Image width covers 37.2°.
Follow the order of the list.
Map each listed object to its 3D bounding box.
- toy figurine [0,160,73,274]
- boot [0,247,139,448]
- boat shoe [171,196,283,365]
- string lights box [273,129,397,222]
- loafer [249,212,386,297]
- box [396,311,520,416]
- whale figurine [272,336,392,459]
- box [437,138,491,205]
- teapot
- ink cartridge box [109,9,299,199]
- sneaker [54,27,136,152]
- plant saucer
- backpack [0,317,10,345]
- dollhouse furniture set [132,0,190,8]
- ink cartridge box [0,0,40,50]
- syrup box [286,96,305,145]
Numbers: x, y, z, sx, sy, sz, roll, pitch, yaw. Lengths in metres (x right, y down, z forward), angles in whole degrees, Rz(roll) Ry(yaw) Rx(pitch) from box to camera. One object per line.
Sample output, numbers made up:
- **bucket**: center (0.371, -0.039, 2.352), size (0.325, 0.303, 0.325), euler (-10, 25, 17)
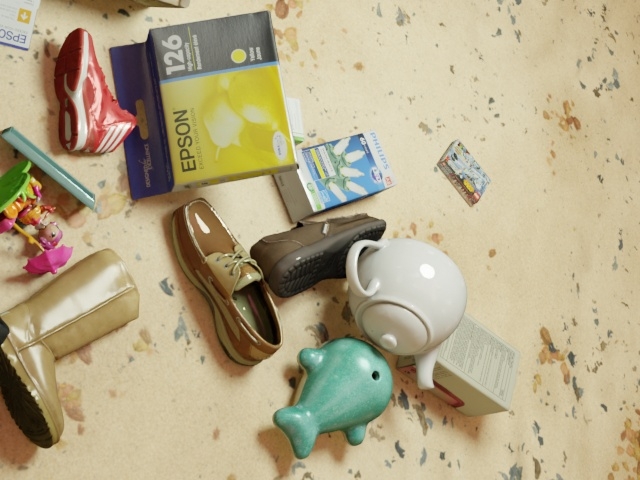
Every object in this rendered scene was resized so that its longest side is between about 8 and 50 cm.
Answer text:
- **toy figurine**: center (-0.468, -0.022, 1.540), size (0.159, 0.130, 0.173), euler (55, 23, -28)
- **boot**: center (-0.391, 0.167, 1.531), size (0.269, 0.089, 0.236), euler (-33, 105, -46)
- **boat shoe**: center (-0.155, 0.069, 1.733), size (0.122, 0.120, 0.324), euler (-30, 94, -42)
- **string lights box**: center (0.030, -0.138, 1.986), size (0.259, 0.076, 0.133), euler (-21, 87, -42)
- **loafer**: center (0.000, 0.000, 1.872), size (0.130, 0.134, 0.366), euler (38, 29, 24)
- **box**: center (0.297, 0.257, 2.032), size (0.232, 0.127, 0.149), euler (36, 55, -25)
- **whale figurine**: center (0.032, 0.294, 1.792), size (0.272, 0.141, 0.216), euler (-35, 98, -43)
- **box**: center (0.346, -0.164, 2.286), size (0.137, 0.027, 0.094), euler (50, 49, -14)
- **teapot**: center (0.153, 0.129, 1.836), size (0.256, 0.252, 0.187), euler (25, 47, 5)
- **ink cartridge box**: center (-0.215, -0.248, 1.717), size (0.307, 0.072, 0.304), euler (-10, 79, -4)
- **sneaker**: center (-0.398, -0.258, 1.691), size (0.128, 0.087, 0.221), euler (8, 82, -46)
- **plant saucer**: center (-0.453, -0.123, 1.597), size (0.018, 0.067, 0.192), euler (-46, 110, 2)
- **backpack**: center (-0.645, 0.069, 1.241), size (0.355, 0.273, 0.290), euler (40, 67, 20)
- **dollhouse furniture set**: center (-0.338, -0.643, 1.694), size (0.256, 0.362, 0.394), euler (10, 96, -35)
- **ink cartridge box**: center (-0.576, -0.496, 1.481), size (0.324, 0.071, 0.330), euler (8, 103, -46)
- **syrup box**: center (-0.155, -0.237, 1.859), size (0.237, 0.093, 0.096), euler (3, 73, -38)
